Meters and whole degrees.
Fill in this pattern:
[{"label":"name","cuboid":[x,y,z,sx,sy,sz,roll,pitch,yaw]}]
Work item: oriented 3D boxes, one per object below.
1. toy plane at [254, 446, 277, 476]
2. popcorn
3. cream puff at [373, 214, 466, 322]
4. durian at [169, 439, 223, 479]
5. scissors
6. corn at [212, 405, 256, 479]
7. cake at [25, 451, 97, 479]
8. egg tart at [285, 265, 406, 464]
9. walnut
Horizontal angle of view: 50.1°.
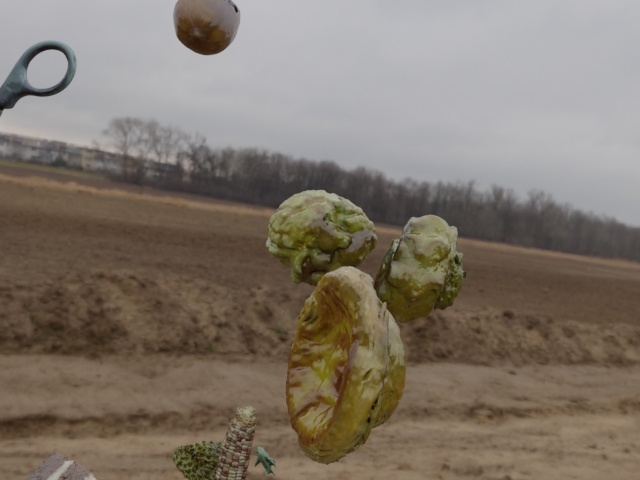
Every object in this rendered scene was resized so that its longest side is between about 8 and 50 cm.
[{"label":"toy plane","cuboid":[-0.138,0.552,1.717,0.080,0.083,0.033,-13,9,43]},{"label":"popcorn","cuboid":[-0.008,-0.004,1.785,0.282,0.282,0.247,8,16,-11]},{"label":"cream puff","cuboid":[0.236,0.080,1.593,0.185,0.282,0.282,25,4,2]},{"label":"durian","cuboid":[-0.305,0.604,1.872,0.186,0.108,0.119,35,14,-29]},{"label":"scissors","cuboid":[-0.583,-0.190,1.161,0.256,0.383,0.029,19,3,-4]},{"label":"corn","cuboid":[-0.192,0.486,1.531,0.079,0.237,0.079,13,10,-2]},{"label":"cake","cuboid":[-0.654,0.638,1.720,0.147,0.135,0.134,29,36,12]},{"label":"egg tart","cuboid":[0.043,0.181,0.990,0.116,0.295,0.295,14,1,-20]},{"label":"walnut","cuboid":[-0.194,-0.386,1.186,0.115,0.116,0.207,9,29,2]}]
